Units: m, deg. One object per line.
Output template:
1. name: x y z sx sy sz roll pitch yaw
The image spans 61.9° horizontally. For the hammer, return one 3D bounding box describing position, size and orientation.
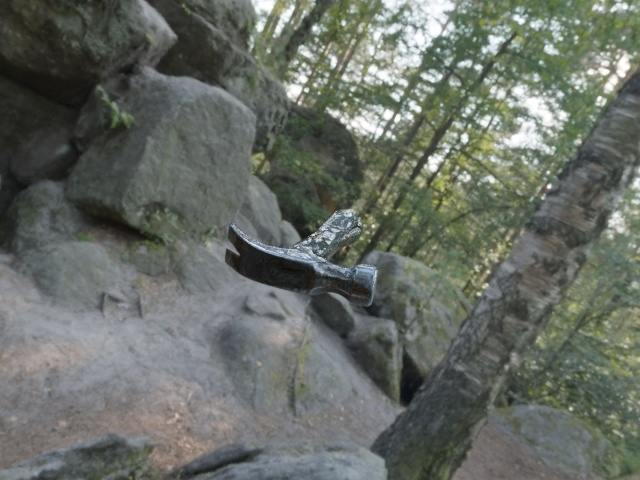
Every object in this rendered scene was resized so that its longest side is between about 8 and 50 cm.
1. hammer: 0.000 0.000 0.547 0.137 0.037 0.290 12 12 9
